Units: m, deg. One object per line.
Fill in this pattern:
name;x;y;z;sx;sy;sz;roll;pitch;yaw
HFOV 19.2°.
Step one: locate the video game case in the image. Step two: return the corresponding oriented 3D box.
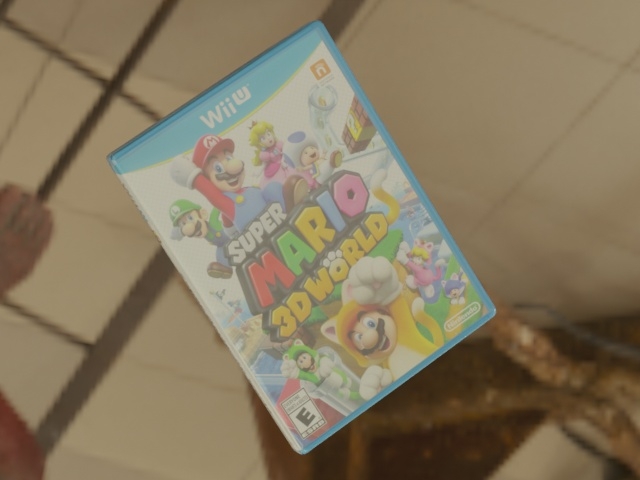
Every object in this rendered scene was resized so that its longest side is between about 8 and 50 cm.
video game case;-0.006;-0.001;0.879;0.166;0.119;0.015;58;166;-12
